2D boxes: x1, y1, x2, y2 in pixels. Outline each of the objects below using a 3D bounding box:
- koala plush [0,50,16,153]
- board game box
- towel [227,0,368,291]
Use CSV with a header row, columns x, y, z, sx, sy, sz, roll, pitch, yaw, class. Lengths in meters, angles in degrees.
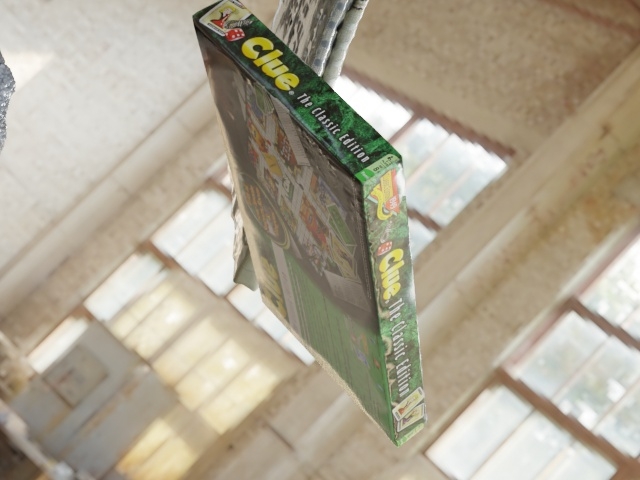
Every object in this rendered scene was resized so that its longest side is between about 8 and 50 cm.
x,y,z,sx,sy,sz,roll,pitch,yaw,class
-0.409,-0.109,1.329,0.203,0.221,0.196,-23,-90,38,koala plush
0.000,0.000,0.785,0.136,0.030,0.259,44,-20,29,board game box
-0.017,-0.150,1.378,0.056,0.324,0.312,15,25,-12,towel
